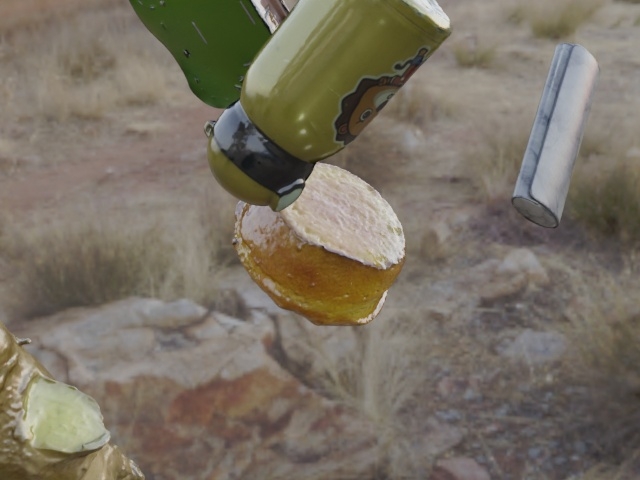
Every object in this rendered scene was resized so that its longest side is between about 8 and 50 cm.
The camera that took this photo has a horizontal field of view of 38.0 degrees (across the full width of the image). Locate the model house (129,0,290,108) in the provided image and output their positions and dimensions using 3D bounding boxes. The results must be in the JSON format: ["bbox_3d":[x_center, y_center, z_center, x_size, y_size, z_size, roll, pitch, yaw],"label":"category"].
[{"bbox_3d":[-0.163,-0.390,1.550,0.207,0.294,0.154,-12,38,32],"label":"model house"}]

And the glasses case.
[{"bbox_3d":[0.394,-0.175,1.542,0.060,0.299,0.114,0,-26,45],"label":"glasses case"}]

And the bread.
[{"bbox_3d":[0.005,0.001,1.601,0.312,0.172,0.312,24,38,-20],"label":"bread"}]

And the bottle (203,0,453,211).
[{"bbox_3d":[-0.007,-0.191,1.174,0.171,0.351,0.171,34,24,-17],"label":"bottle"}]

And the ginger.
[{"bbox_3d":[-0.270,0.173,0.806,0.219,0.270,0.123,-16,33,35],"label":"ginger"}]
